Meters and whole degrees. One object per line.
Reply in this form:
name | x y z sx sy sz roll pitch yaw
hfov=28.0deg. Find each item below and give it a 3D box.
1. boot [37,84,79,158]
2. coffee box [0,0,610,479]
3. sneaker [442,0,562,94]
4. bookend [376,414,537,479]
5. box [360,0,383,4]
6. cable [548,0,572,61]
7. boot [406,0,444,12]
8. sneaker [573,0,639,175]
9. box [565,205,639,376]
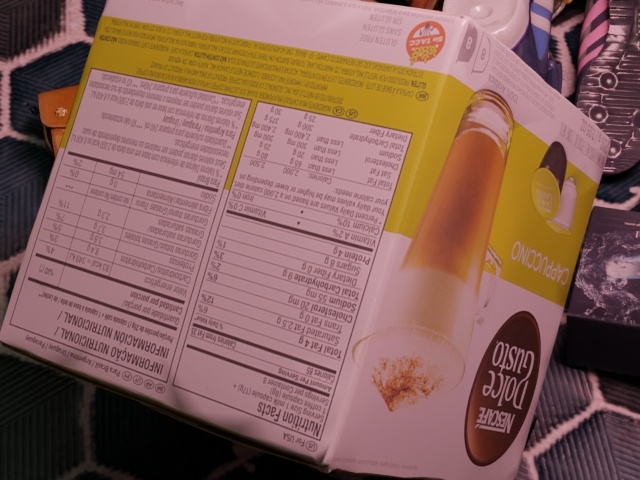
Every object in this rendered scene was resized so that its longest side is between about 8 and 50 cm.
boot | -0.217 -0.177 1.474 0.211 0.104 0.295 -3 58 -9
coffee box | 0.000 0.000 1.090 0.338 0.338 0.334 15 86 33
sneaker | 0.220 -0.239 1.500 0.130 0.236 0.322 1 47 20
bookend | 0.099 0.187 1.255 0.156 0.072 0.157 39 59 22
box | 0.036 -0.244 1.601 0.201 0.021 0.164 26 55 12
cable | 0.270 -0.293 1.630 0.139 0.072 0.287 19 54 7
boot | 0.088 -0.347 1.617 0.220 0.109 0.283 15 44 11
sneaker | 0.367 -0.216 1.573 0.112 0.131 0.319 14 76 2
box | 0.348 0.058 1.347 0.156 0.093 0.158 9 51 17
